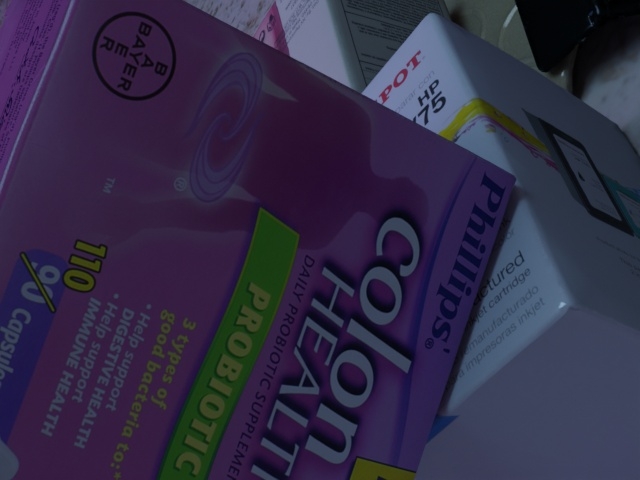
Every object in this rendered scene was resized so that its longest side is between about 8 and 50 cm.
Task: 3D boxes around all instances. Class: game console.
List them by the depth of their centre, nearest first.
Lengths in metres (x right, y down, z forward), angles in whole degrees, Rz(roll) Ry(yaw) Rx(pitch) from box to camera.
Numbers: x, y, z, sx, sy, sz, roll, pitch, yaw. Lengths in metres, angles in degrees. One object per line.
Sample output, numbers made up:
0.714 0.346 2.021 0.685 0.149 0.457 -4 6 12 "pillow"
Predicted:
0.214 -0.208 0.756 0.071 0.107 0.122 80 178 -66 "game console"

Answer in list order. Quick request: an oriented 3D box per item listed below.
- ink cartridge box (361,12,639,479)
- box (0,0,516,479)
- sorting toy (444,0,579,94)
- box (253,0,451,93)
0.114 0.032 0.624 0.198 0.197 0.270 -48 35 29 "ink cartridge box"
-0.057 0.021 0.462 0.117 0.243 0.213 12 80 58 "box"
0.150 -0.219 0.907 0.307 0.041 0.229 0 75 59 "sorting toy"
0.045 -0.122 0.846 0.127 0.149 0.232 -47 45 43 "box"
